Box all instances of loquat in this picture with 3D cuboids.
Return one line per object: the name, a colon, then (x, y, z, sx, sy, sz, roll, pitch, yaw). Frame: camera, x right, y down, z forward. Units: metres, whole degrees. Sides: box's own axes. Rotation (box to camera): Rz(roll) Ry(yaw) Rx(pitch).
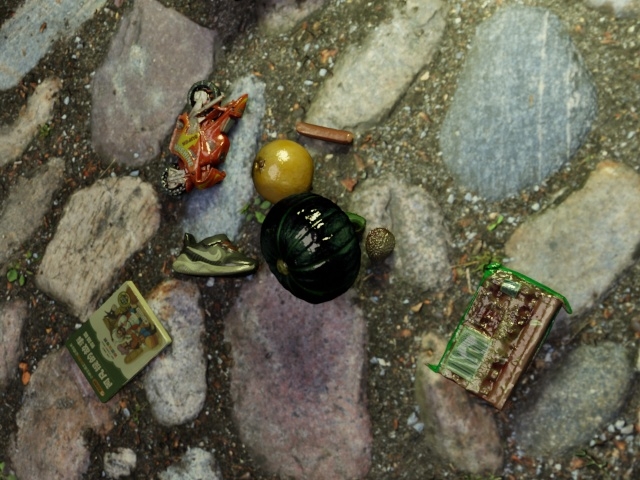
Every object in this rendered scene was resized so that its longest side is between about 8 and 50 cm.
loquat: (-0.085, -0.153, 1.617, 0.137, 0.163, 0.163, -19, 81, 41)

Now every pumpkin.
pumpkin: (0.000, 0.000, 1.557, 0.248, 0.248, 0.247, -1, 88, 22)

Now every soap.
soap: (0.359, 0.196, 1.453, 0.218, 0.098, 0.273, 28, 99, 20)

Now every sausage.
sausage: (0.011, -0.247, 1.640, 0.147, 0.030, 0.035, 17, 98, 22)

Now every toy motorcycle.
toy motorcycle: (-0.286, -0.236, 1.728, 0.171, 0.089, 0.298, 23, 96, 20)

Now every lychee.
lychee: (0.131, 0.007, 1.564, 0.067, 0.068, 0.083, 20, 73, -7)

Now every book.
book: (-0.529, 0.264, 1.845, 0.264, 0.027, 0.202, -42, 75, 16)

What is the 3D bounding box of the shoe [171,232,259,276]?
shoe: (-0.253, 0.034, 1.709, 0.228, 0.099, 0.112, -2, 81, 23)
